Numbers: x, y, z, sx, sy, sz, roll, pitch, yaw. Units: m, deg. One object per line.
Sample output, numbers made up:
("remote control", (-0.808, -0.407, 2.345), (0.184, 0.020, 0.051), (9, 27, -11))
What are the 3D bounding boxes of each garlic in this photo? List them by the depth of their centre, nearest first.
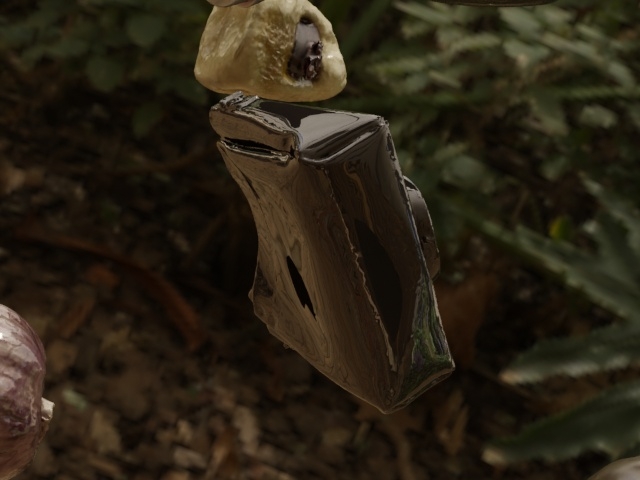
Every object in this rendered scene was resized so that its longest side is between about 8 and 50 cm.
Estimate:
("garlic", (-0.255, 0.120, 1.241), (0.102, 0.159, 0.147), (7, 58, -11))

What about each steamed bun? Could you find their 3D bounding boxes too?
("steamed bun", (-0.046, -0.218, 1.864), (0.155, 0.141, 0.172), (21, 2, -22))

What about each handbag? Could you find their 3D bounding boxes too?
("handbag", (0.000, 0.000, 1.524), (0.113, 0.285, 0.257), (-30, 28, -26))

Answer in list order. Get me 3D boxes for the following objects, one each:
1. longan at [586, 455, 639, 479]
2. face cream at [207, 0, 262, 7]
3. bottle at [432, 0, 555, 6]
("longan", (0.277, 0.240, 1.216), (0.189, 0.189, 0.189), (17, 28, -10))
("face cream", (-0.078, -0.302, 1.668), (0.104, 0.117, 0.117), (-22, 48, -27))
("bottle", (0.163, -0.393, 1.514), (0.144, 0.336, 0.144), (1, 2, 0))
